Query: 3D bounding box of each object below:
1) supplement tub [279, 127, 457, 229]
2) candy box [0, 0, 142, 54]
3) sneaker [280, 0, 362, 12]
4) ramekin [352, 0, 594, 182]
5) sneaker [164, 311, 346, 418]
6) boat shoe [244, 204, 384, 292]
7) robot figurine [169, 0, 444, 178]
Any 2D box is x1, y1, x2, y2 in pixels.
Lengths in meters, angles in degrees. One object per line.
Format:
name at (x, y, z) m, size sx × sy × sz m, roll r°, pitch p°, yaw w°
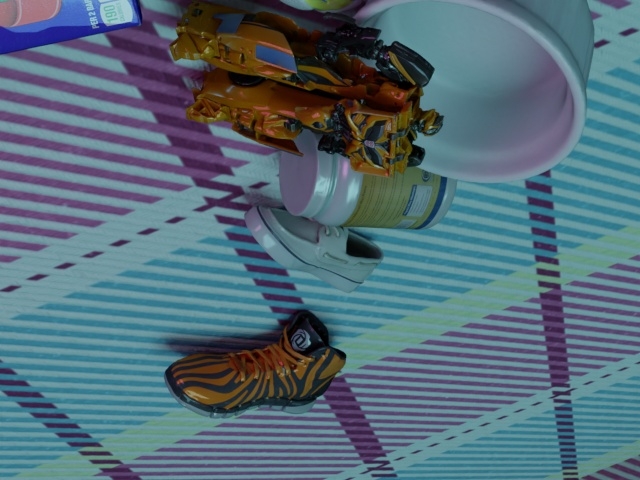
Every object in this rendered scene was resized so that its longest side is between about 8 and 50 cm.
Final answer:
supplement tub at (0.061, -0.088, 1.128) m, size 0.199 × 0.144 × 0.144 m, roll 2°, pitch 136°, yaw -26°
candy box at (-0.331, -0.282, 0.692) m, size 0.317 × 0.122 × 0.268 m, roll -13°, pitch 125°, yaw -5°
sneaker at (-0.037, -0.313, 0.868) m, size 0.240 × 0.091 × 0.126 m, roll 8°, pitch 131°, yaw -32°
ramekin at (0.165, -0.202, 0.961) m, size 0.277 × 0.135 × 0.277 m, roll 18°, pitch 150°, yaw 11°
sneaker at (-0.091, 0.191, 1.424) m, size 0.321 × 0.125 × 0.180 m, roll 7°, pitch 131°, yaw -45°
boat shoe at (0.000, 0.000, 1.246) m, size 0.088 × 0.096 × 0.267 m, roll -40°, pitch 138°, yaw 17°
robot figurine at (-0.011, -0.155, 0.944) m, size 0.291 × 0.085 × 0.211 m, roll 19°, pitch 151°, yaw 14°
